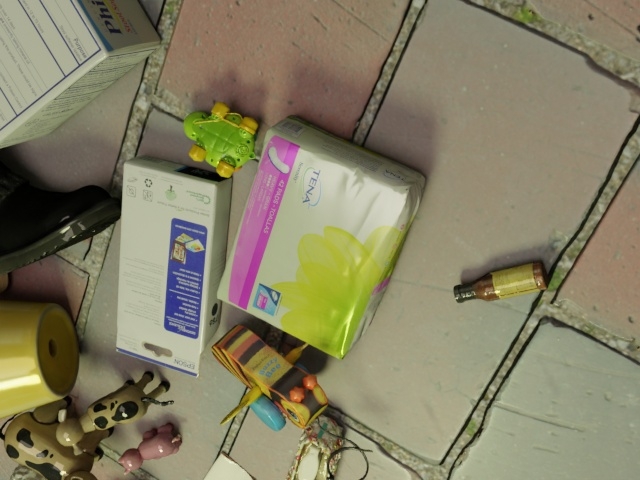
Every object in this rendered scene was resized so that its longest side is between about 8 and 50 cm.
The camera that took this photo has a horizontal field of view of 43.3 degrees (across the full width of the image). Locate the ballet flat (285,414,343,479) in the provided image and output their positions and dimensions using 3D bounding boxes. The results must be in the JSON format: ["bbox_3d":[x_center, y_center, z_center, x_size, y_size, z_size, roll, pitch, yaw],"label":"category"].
[{"bbox_3d":[-0.022,0.394,1.311,0.091,0.077,0.241,14,112,15],"label":"ballet flat"}]

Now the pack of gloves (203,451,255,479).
[{"bbox_3d":[-0.166,0.517,1.426,0.195,0.046,0.232,40,117,4],"label":"pack of gloves"}]

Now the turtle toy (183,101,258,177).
[{"bbox_3d":[-0.148,-0.151,1.186,0.130,0.066,0.095,30,92,13],"label":"turtle toy"}]

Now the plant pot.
[{"bbox_3d":[-0.559,0.201,1.382,0.239,0.254,0.254,-9,104,7],"label":"plant pot"}]

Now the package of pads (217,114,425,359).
[{"bbox_3d":[0.000,0.000,1.158,0.229,0.101,0.296,25,115,13],"label":"package of pads"}]

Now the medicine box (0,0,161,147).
[{"bbox_3d":[-0.434,-0.322,1.198,0.289,0.149,0.263,-28,95,27],"label":"medicine box"}]

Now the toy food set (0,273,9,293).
[{"bbox_3d":[-0.598,0.059,1.461,0.083,0.020,0.083,-24,98,27],"label":"toy food set"}]

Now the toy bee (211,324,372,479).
[{"bbox_3d":[-0.043,0.213,1.204,0.298,0.195,0.162,20,150,11],"label":"toy bee"}]

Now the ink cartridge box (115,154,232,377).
[{"bbox_3d":[-0.238,0.042,1.289,0.165,0.065,0.332,15,111,16],"label":"ink cartridge box"}]

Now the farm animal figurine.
[{"bbox_3d":[-0.420,0.375,1.409,0.327,0.172,0.330,14,112,17],"label":"farm animal figurine"}]

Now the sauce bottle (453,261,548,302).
[{"bbox_3d":[0.247,0.061,1.113,0.128,0.042,0.042,-13,102,24],"label":"sauce bottle"}]

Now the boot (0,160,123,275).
[{"bbox_3d":[-0.505,-0.090,1.313,0.348,0.131,0.260,-19,99,26],"label":"boot"}]
